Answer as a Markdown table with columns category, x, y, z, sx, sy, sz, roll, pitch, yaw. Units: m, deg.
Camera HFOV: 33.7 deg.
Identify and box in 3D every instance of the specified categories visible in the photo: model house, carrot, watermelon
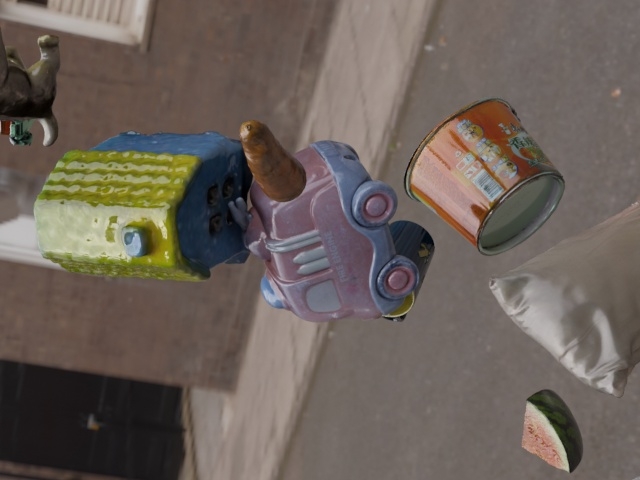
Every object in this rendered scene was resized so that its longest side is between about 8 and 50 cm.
| category | x | y | z | sx | sy | sz | roll | pitch | yaw |
| --- | --- | --- | --- | --- | --- | --- | --- | --- | --- |
| model house | -0.257 | -0.041 | 1.564 | 0.303 | 0.237 | 0.216 | -32 | -57 | -67 |
| carrot | -0.061 | -0.098 | 1.236 | 0.210 | 0.061 | 0.061 | 54 | -136 | -75 |
| watermelon | 0.354 | 0.297 | 1.638 | 0.094 | 0.125 | 0.135 | -40 | -12 | 20 |

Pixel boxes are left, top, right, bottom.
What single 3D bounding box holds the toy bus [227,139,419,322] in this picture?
| category | x | y | z | sx | sy | sz | roll | pitch | yaw |
| --- | --- | --- | --- | --- | --- | --- | --- | --- | --- |
| toy bus | 0.000 | 0.000 | 1.642 | 0.197 | 0.231 | 0.294 | -126 | 15 | -58 |

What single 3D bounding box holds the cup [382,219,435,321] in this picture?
| category | x | y | z | sx | sy | sz | roll | pitch | yaw |
| --- | --- | --- | --- | --- | --- | --- | --- | --- | --- |
| cup | 0.146 | 0.064 | 2.023 | 0.155 | 0.131 | 0.177 | -56 | -34 | -44 |

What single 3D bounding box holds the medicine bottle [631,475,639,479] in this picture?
| category | x | y | z | sx | sy | sz | roll | pitch | yaw |
| --- | --- | --- | --- | --- | --- | --- | --- | --- | --- |
| medicine bottle | 0.377 | 0.455 | 1.304 | 0.241 | 0.241 | 0.302 | -91 | 22 | -50 |

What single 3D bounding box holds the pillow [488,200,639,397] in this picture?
| category | x | y | z | sx | sy | sz | roll | pitch | yaw |
| --- | --- | --- | --- | --- | --- | --- | --- | --- | --- |
| pillow | 0.323 | 0.054 | 1.091 | 0.173 | 0.270 | 0.067 | 53 | 151 | 21 |

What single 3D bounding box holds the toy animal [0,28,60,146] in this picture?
| category | x | y | z | sx | sy | sz | roll | pitch | yaw |
| --- | --- | --- | --- | --- | --- | --- | --- | --- | --- |
| toy animal | -0.424 | -0.194 | 1.336 | 0.233 | 0.121 | 0.169 | -19 | -76 | -61 |

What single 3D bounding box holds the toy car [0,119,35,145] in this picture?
| category | x | y | z | sx | sy | sz | roll | pitch | yaw |
| --- | --- | --- | --- | --- | --- | --- | --- | --- | --- |
| toy car | -0.494 | -0.226 | 1.786 | 0.143 | 0.054 | 0.073 | -78 | 2 | -48 |

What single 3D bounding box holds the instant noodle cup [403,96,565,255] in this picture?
| category | x | y | z | sx | sy | sz | roll | pitch | yaw |
| --- | --- | --- | --- | --- | --- | --- | --- | --- | --- |
| instant noodle cup | 0.350 | -0.119 | 2.197 | 0.214 | 0.296 | 0.296 | 52 | 142 | 30 |
